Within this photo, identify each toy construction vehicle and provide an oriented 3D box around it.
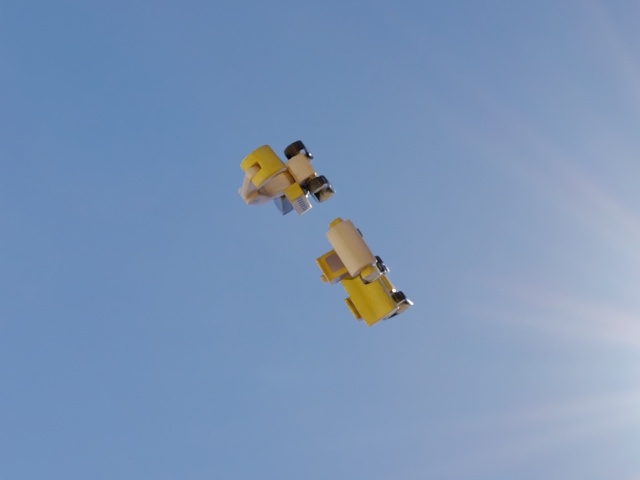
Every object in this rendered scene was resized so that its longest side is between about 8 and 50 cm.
[{"bbox_3d":[0.000,0.000,0.810,0.086,0.035,0.098,57,3,10],"label":"toy construction vehicle"}]
